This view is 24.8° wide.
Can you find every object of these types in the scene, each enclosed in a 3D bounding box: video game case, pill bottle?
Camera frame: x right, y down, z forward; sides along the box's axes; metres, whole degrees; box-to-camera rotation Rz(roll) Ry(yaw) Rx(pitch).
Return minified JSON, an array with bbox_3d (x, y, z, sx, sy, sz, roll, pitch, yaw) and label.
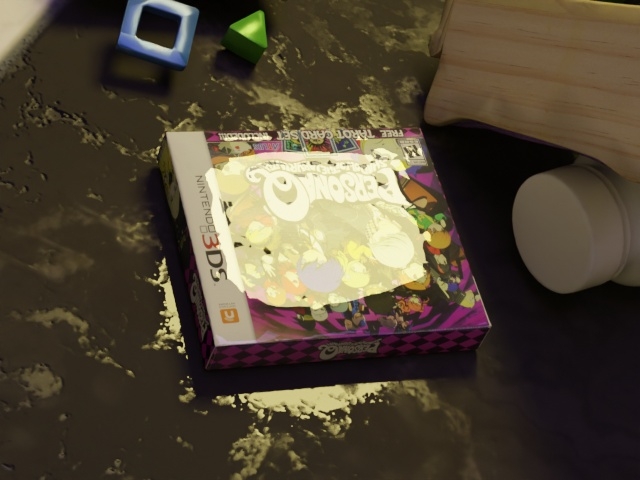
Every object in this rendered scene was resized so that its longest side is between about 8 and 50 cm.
[{"bbox_3d":[0.000,0.000,1.178,0.232,0.042,0.210,-2,55,-20],"label":"video game case"},{"bbox_3d":[0.284,-0.032,1.240,0.229,0.131,0.131,-16,59,-28],"label":"pill bottle"}]

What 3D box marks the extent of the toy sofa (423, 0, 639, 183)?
[{"bbox_3d":[0.244,-0.146,1.204,0.150,0.177,0.362,10,7,-28],"label":"toy sofa"}]

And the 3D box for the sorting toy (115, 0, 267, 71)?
[{"bbox_3d":[-0.127,-0.302,1.336,0.196,0.047,0.347,3,68,-20],"label":"sorting toy"}]

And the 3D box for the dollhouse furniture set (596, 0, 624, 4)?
[{"bbox_3d":[0.250,-0.414,1.477,0.198,0.151,0.301,20,43,-35],"label":"dollhouse furniture set"}]
